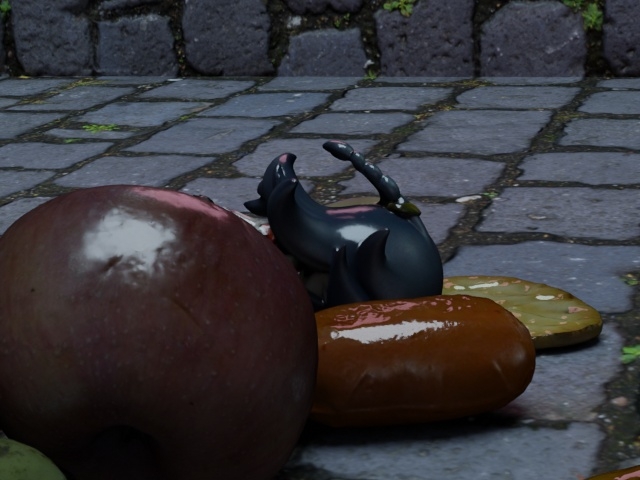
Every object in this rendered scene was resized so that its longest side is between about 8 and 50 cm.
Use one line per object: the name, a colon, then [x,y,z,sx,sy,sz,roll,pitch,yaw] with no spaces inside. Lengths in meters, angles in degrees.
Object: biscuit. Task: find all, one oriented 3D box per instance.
biscuit: [0.202,0.087,1.426,0.260,0.041,0.203,7,16,28]

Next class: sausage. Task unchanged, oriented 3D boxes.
sausage: [0.081,0.119,1.190,0.258,0.133,0.133,-4,17,-6]

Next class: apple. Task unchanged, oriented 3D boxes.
apple: [-0.154,0.099,1.050,0.305,0.306,0.235,0,47,11]

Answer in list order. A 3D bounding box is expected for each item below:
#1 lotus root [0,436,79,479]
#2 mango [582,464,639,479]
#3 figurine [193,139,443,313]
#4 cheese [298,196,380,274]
lotus root: [-0.295,0.238,0.829,0.309,0.173,0.173,-18,22,-36]
mango: [0.195,0.237,0.764,0.166,0.136,0.236,-13,18,18]
figurine: [0.010,0.010,1.304,0.197,0.265,0.175,-30,21,29]
cheese: [0.020,0.018,1.599,0.163,0.082,0.286,-10,16,18]
